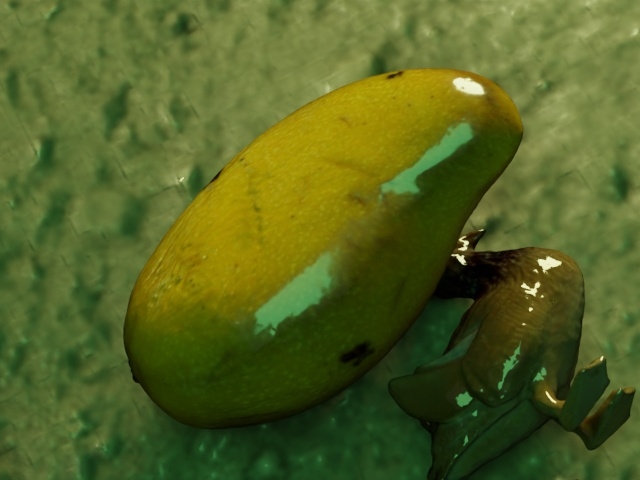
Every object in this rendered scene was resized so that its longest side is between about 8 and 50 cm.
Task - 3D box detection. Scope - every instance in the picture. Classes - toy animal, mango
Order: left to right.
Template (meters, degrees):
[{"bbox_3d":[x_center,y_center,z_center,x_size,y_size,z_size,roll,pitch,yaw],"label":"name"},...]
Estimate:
[{"bbox_3d":[0.002,0.004,1.185,0.295,0.120,0.177,-39,46,-4],"label":"mango"},{"bbox_3d":[0.099,0.082,1.183,0.179,0.089,0.188,33,83,34],"label":"toy animal"}]

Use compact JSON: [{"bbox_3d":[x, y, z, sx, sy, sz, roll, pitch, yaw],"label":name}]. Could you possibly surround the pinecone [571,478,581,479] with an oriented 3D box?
[{"bbox_3d":[0.074,0.266,1.062,0.292,0.246,0.246,-8,72,23],"label":"pinecone"}]
